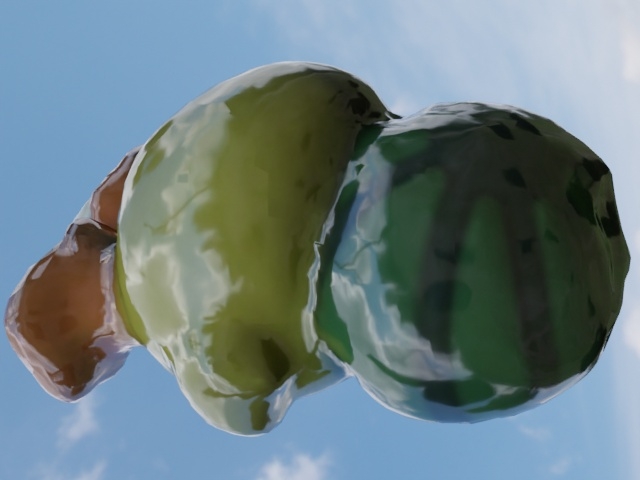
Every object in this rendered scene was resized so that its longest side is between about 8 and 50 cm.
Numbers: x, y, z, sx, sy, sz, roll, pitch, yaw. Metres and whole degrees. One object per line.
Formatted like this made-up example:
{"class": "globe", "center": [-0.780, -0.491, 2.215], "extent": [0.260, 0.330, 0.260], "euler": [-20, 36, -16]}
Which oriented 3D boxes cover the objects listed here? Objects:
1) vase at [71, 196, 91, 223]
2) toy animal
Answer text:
{"class": "vase", "center": [-0.179, -0.025, 1.124], "extent": [0.128, 0.128, 0.248], "euler": [51, -151, -17]}
{"class": "toy animal", "center": [0.001, -0.002, 0.603], "extent": [0.216, 0.338, 0.191], "euler": [-64, -29, -48]}
